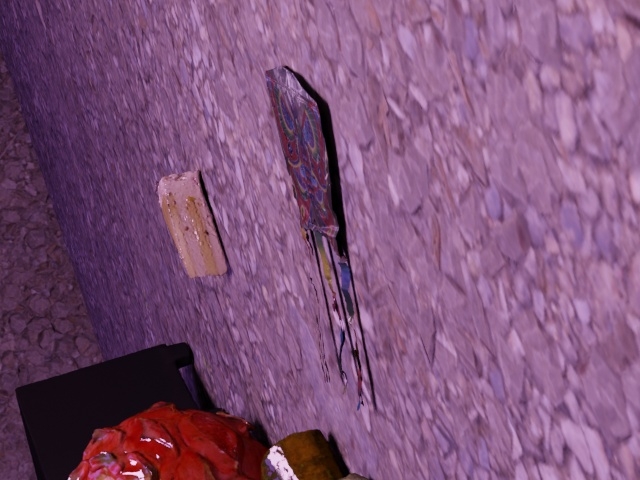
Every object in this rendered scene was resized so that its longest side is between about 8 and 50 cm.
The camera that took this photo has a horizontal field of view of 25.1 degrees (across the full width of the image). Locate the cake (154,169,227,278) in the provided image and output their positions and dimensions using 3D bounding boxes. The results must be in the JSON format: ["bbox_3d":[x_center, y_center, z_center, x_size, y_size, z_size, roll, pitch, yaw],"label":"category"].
[{"bbox_3d":[-0.141,-0.016,1.579,0.065,0.052,0.121,106,145,-60],"label":"cake"}]

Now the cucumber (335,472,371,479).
[{"bbox_3d":[0.040,0.349,1.208,0.072,0.072,0.300,156,106,-75],"label":"cucumber"}]

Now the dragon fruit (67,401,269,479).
[{"bbox_3d":[-0.164,0.301,1.633,0.241,0.252,0.241,18,120,35],"label":"dragon fruit"}]

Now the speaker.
[{"bbox_3d":[-0.262,0.293,1.972,0.232,0.254,0.184,-128,26,-54],"label":"speaker"}]

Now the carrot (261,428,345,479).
[{"bbox_3d":[0.001,0.262,1.308,0.082,0.082,0.173,98,151,-59],"label":"carrot"}]

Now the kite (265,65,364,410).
[{"bbox_3d":[0.000,0.000,1.155,0.152,0.015,0.286,-135,34,-67],"label":"kite"}]
